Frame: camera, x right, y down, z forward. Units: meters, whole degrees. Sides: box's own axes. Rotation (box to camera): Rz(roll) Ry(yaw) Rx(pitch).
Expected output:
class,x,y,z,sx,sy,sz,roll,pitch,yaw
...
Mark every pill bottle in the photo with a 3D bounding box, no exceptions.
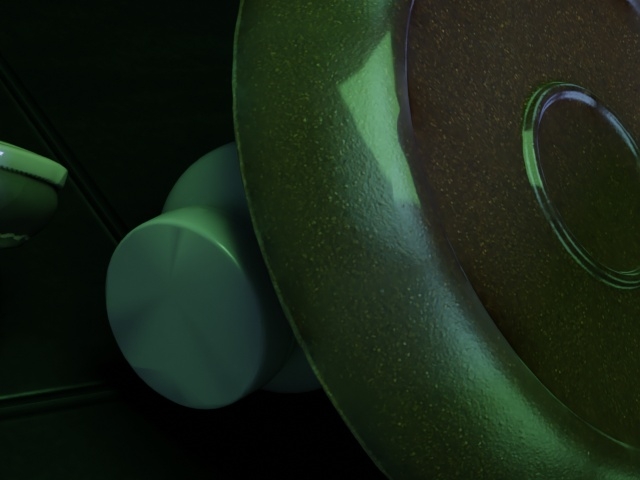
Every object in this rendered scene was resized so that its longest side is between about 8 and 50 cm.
class,x,y,z,sx,sy,sz,roll,pitch,yaw
pill bottle,0.000,0.000,0.786,0.103,0.103,0.184,37,35,18

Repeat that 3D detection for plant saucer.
class,x,y,z,sx,sy,sz,roll,pitch,yaw
plant saucer,0.094,-0.015,0.779,0.310,0.050,0.310,27,50,-38

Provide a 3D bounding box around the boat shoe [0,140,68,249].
class,x,y,z,sx,sy,sz,roll,pitch,yaw
boat shoe,-0.256,-0.016,0.677,0.335,0.095,0.112,10,-1,-27
